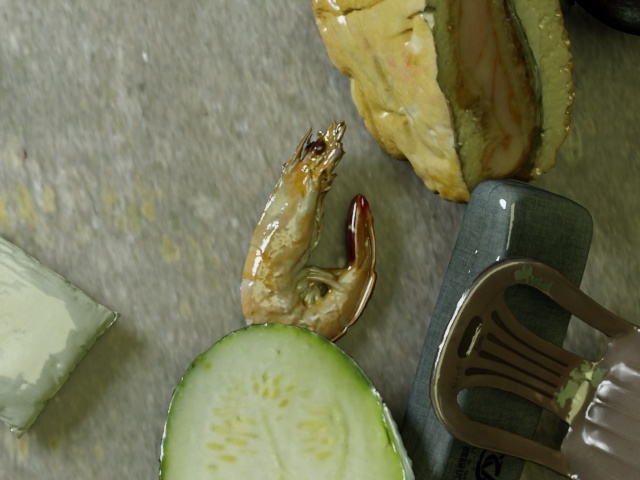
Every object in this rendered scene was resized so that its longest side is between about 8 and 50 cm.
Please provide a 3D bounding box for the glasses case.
[{"bbox_3d":[0.162,0.105,1.247,0.131,0.074,0.323,11,97,-40],"label":"glasses case"}]

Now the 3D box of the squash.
[{"bbox_3d":[-0.027,0.233,1.176,0.234,0.210,0.309,-2,91,-7],"label":"squash"}]

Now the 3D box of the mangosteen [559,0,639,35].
[{"bbox_3d":[0.313,-0.329,1.270,0.288,0.288,0.288,1,85,-12],"label":"mangosteen"}]

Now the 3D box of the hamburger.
[{"bbox_3d":[0.103,-0.206,1.251,0.162,0.209,0.330,-39,130,-21],"label":"hamburger"}]

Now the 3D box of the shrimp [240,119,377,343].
[{"bbox_3d":[0.000,0.000,1.281,0.133,0.053,0.236,16,86,-8],"label":"shrimp"}]

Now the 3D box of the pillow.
[{"bbox_3d":[-0.321,0.061,1.212,0.230,0.050,0.148,37,84,-10],"label":"pillow"}]

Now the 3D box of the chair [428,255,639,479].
[{"bbox_3d":[0.272,0.151,1.182,0.326,0.183,0.175,26,86,-43],"label":"chair"}]
